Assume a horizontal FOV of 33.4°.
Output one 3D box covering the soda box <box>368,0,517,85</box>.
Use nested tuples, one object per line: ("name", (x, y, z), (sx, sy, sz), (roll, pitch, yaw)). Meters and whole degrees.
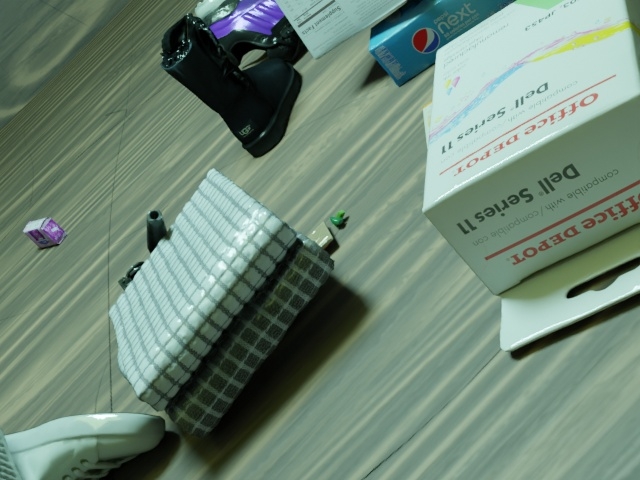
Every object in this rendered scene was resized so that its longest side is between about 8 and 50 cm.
("soda box", (0.163, -0.290, 1.355), (0.210, 0.067, 0.071), (-31, 28, 24))

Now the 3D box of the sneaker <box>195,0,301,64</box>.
("sneaker", (-0.051, -0.368, 1.748), (0.293, 0.146, 0.102), (-21, -9, 16))

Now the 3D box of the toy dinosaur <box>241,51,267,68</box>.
("toy dinosaur", (-0.067, -0.356, 1.846), (0.092, 0.053, 0.183), (-43, 17, 45))

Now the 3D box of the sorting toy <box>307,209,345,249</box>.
("sorting toy", (0.000, 0.000, 1.213), (0.083, 0.012, 0.062), (-44, 20, 8))

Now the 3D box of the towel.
("towel", (-0.115, 0.064, 1.158), (0.235, 0.121, 0.283), (-54, 20, -1))

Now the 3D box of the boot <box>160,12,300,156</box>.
("boot", (-0.134, -0.261, 1.589), (0.094, 0.207, 0.246), (-31, 27, 25))

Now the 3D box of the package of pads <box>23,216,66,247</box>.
("package of pads", (-0.504, -0.015, 1.947), (0.083, 0.050, 0.032), (-9, 42, 52))

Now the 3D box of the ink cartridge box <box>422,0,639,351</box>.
("ink cartridge box", (0.205, -0.092, 0.920), (0.207, 0.119, 0.353), (-30, 28, 27))

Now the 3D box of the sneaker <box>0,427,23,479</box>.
("sneaker", (-0.390, 0.279, 1.106), (0.161, 0.282, 0.102), (-44, -21, 19))

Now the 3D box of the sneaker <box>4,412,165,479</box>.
("sneaker", (-0.283, 0.263, 1.168), (0.290, 0.106, 0.123), (-19, 69, 28))

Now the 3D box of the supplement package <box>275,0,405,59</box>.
("supplement package", (0.086, -0.394, 1.442), (0.204, 0.145, 0.262), (-24, 15, 49))

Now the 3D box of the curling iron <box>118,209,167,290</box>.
("curling iron", (-0.213, 0.018, 1.345), (0.068, 0.035, 0.274), (-34, -7, -21))

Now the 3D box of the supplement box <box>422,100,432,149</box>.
("supplement box", (0.148, -0.128, 1.161), (0.062, 0.036, 0.098), (-33, 27, 22))
